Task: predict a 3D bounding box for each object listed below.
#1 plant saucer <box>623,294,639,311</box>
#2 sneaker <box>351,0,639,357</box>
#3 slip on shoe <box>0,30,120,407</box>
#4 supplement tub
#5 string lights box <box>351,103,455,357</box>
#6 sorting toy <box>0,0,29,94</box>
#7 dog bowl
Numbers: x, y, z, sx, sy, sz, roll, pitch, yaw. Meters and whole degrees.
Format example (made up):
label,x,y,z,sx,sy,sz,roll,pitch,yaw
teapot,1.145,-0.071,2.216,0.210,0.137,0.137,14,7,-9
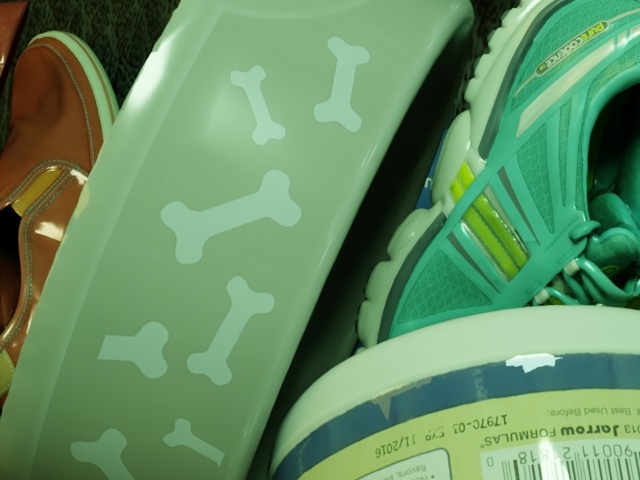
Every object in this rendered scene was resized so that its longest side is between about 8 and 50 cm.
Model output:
label,x,y,z,sx,sy,sz,roll,pitch,yaw
plant saucer,0.156,-0.015,0.983,0.241,0.037,0.241,-31,51,48
sneaker,0.099,0.009,0.936,0.110,0.107,0.275,29,103,44
slip on shoe,-0.215,-0.021,1.496,0.123,0.101,0.331,-36,46,46
supplement tub,0.099,0.209,0.785,0.228,0.228,0.316,-39,45,42
string lights box,0.000,0.000,1.177,0.133,0.076,0.260,-8,69,55
sorting toy,-0.323,-0.088,1.565,0.365,0.126,0.127,126,160,-61
dog bowl,-0.031,0.010,0.940,0.349,0.102,0.349,24,-90,-84
